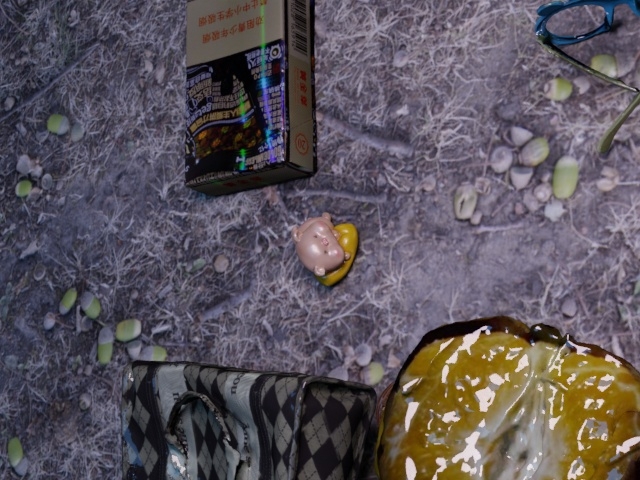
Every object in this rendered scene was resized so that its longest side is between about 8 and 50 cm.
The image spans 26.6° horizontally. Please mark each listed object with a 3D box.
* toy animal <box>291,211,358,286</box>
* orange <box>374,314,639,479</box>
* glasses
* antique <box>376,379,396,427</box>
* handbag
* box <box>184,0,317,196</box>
[{"bbox_3d":[0.000,0.000,1.914,0.091,0.082,0.114,-42,57,20],"label":"toy animal"},{"bbox_3d":[0.242,0.251,1.583,0.369,0.210,0.271,17,66,37],"label":"orange"},{"bbox_3d":[0.389,-0.224,1.694,0.239,0.102,0.206,-7,102,34],"label":"glasses"},{"bbox_3d":[0.121,0.225,1.756,0.104,0.104,0.104,-10,73,35],"label":"antique"},{"bbox_3d":[-0.122,0.331,1.859,0.416,0.180,0.316,0,82,48],"label":"handbag"},{"bbox_3d":[-0.108,-0.236,2.053,0.198,0.084,0.310,-11,72,34],"label":"box"}]
